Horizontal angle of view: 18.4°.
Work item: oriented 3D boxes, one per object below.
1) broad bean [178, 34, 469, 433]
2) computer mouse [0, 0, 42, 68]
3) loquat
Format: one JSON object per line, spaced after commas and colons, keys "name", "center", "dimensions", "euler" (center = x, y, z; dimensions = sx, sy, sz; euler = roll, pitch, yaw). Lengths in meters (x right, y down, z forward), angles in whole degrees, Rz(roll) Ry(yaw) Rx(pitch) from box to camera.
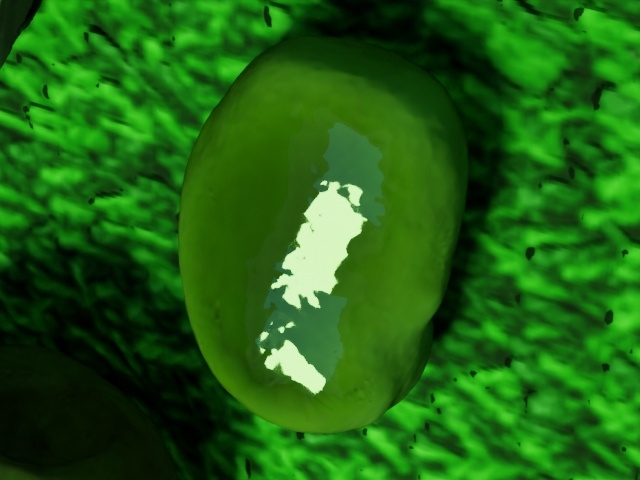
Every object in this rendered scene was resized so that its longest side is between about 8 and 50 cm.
{"name": "broad bean", "center": [0.000, 0.000, 0.817], "dimensions": [0.124, 0.082, 0.174], "euler": [15, 112, 21]}
{"name": "computer mouse", "center": [-0.180, -0.112, 0.863], "dimensions": [0.192, 0.062, 0.106], "euler": [-25, 103, 43]}
{"name": "loquat", "center": [-0.158, 0.146, 0.923], "dimensions": [0.179, 0.179, 0.227], "euler": [36, 135, 8]}
